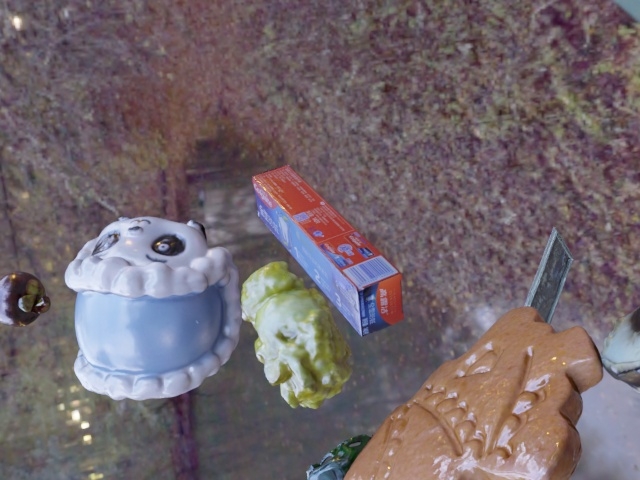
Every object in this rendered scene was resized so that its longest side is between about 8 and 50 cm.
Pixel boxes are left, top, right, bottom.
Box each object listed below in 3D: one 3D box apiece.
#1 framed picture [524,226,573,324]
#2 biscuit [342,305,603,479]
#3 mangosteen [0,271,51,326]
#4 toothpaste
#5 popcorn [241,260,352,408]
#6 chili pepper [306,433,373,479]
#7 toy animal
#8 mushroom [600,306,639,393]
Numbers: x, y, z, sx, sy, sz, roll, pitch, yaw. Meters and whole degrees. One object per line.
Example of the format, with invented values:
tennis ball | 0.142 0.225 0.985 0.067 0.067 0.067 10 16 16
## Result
framed picture | 0.422 0.083 1.360 0.011 0.142 0.183 15 76 37
biscuit | 0.136 0.181 0.732 0.043 0.306 0.284 50 -162 -12
mangosteen | -0.430 0.086 1.059 0.081 0.081 0.081 170 90 -71
toothpaste | 0.000 0.001 0.986 0.320 0.066 0.076 48 152 49
popcorn | -0.043 0.198 1.472 0.286 0.173 0.225 59 178 33
chili pepper | 0.083 0.325 0.890 0.216 0.108 0.062 37 -172 8
toy animal | -0.211 0.078 0.874 0.156 0.208 0.204 -44 -44 -65
mushroom | 0.609 0.156 1.243 0.130 0.247 0.344 38 153 8
